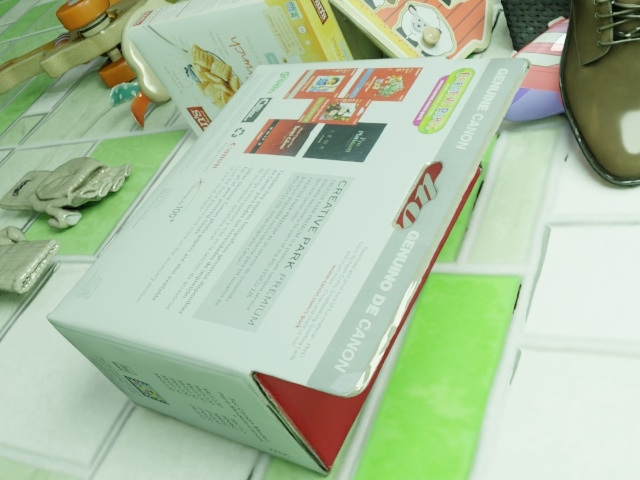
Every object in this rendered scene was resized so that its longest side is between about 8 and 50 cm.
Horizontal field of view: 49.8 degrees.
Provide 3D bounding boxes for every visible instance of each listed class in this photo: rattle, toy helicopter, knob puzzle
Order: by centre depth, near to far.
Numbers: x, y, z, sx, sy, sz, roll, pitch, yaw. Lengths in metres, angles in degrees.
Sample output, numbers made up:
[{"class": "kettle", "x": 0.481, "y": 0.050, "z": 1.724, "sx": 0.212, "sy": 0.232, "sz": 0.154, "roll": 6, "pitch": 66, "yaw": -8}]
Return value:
[{"class": "knob puzzle", "x": 0.112, "y": -0.277, "z": 0.741, "sx": 0.213, "sy": 0.213, "sz": 0.030, "roll": -52, "pitch": 2, "yaw": -26}, {"class": "rattle", "x": -0.259, "y": -0.251, "z": 1.035, "sx": 0.143, "sy": 0.130, "sz": 0.199, "roll": 3, "pitch": 75, "yaw": 50}, {"class": "toy helicopter", "x": -0.446, "y": -0.346, "z": 1.207, "sx": 0.355, "sy": 0.140, "sz": 0.234, "roll": -16, "pitch": 38, "yaw": 21}]

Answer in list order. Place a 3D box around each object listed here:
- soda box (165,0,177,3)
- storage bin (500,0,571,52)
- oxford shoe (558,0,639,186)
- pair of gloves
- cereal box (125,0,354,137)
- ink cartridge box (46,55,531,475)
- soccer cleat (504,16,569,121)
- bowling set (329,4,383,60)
[{"class": "soda box", "x": -0.368, "y": -0.452, "z": 1.328, "sx": 0.181, "sy": 0.061, "sz": 0.058, "roll": -31, "pitch": 38, "yaw": -1}, {"class": "storage bin", "x": 0.277, "y": -0.267, "z": 0.689, "sx": 0.122, "sy": 0.084, "sz": 0.180, "roll": 21, "pitch": 61, "yaw": 45}, {"class": "oxford shoe", "x": 0.220, "y": -0.154, "z": 0.514, "sx": 0.083, "sy": 0.227, "sz": 0.096, "roll": -7, "pitch": -1, "yaw": 17}, {"class": "pair of gloves", "x": -0.358, "y": -0.013, "z": 0.854, "sx": 0.204, "sy": 0.042, "sz": 0.240, "roll": -8, "pitch": 41, "yaw": 31}, {"class": "cereal box", "x": -0.077, "y": -0.186, "z": 0.758, "sx": 0.240, "sy": 0.173, "sz": 0.047, "roll": 1, "pitch": 49, "yaw": 35}, {"class": "ink cartridge box", "x": 0.000, "y": 0.000, "z": 0.535, "sx": 0.272, "sy": 0.130, "sz": 0.309, "roll": 8, "pitch": 52, "yaw": 36}, {"class": "soccer cleat", "x": 0.268, "y": -0.154, "z": 0.578, "sx": 0.248, "sy": 0.083, "sz": 0.095, "roll": -21, "pitch": 49, "yaw": 11}, {"class": "bowling set", "x": 0.078, "y": -0.360, "z": 0.863, "sx": 0.200, "sy": 0.154, "sz": 0.287, "roll": -26, "pitch": 39, "yaw": 6}]
